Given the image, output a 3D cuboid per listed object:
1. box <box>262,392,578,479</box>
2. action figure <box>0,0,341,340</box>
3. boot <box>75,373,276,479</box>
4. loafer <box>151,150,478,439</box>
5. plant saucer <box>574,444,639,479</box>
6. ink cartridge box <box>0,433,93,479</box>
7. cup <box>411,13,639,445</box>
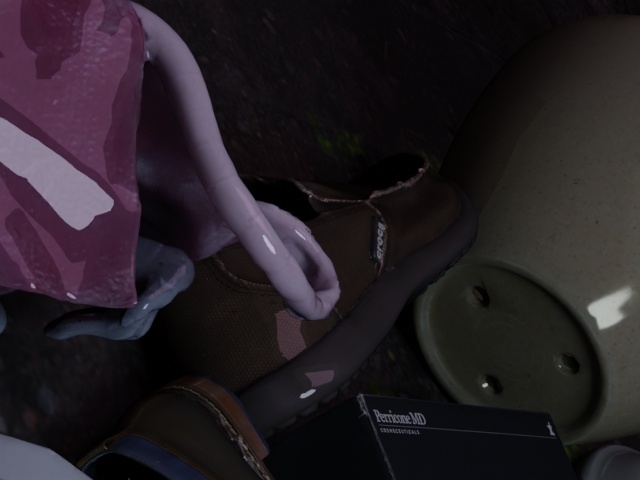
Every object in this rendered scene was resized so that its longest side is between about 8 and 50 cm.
[{"bbox_3d":[0.085,0.199,0.909,0.261,0.103,0.184,15,50,-56],"label":"box"},{"bbox_3d":[-0.141,-0.139,0.663,0.248,0.276,0.370,28,60,-84],"label":"action figure"},{"bbox_3d":[-0.035,0.169,0.743,0.219,0.082,0.106,48,21,10],"label":"boot"},{"bbox_3d":[0.000,0.000,0.955,0.130,0.134,0.366,55,23,-5],"label":"loafer"},{"bbox_3d":[0.363,0.338,1.276,0.400,0.100,0.400,44,26,-28],"label":"plant saucer"},{"bbox_3d":[-0.153,0.143,0.580,0.232,0.066,0.189,47,25,-31],"label":"ink cartridge box"},{"bbox_3d":[0.204,0.023,1.159,0.237,0.331,0.331,-40,96,-41],"label":"cup"}]
